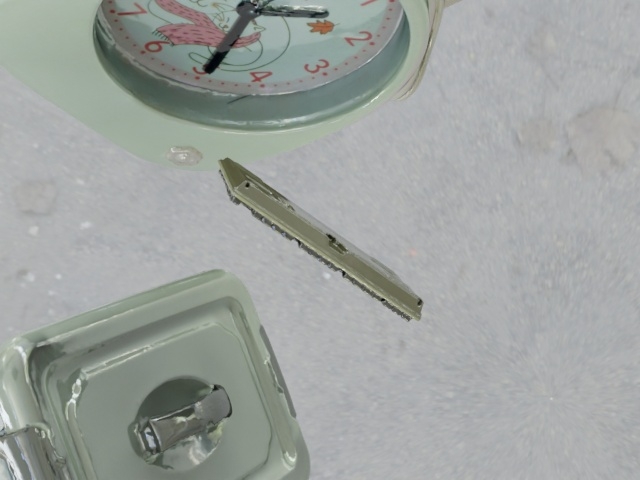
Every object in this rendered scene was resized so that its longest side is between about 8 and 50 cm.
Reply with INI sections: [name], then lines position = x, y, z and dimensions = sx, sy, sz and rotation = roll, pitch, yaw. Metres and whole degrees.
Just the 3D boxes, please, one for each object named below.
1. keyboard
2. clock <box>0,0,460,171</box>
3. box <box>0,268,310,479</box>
[keyboard]
position = 0.000, 0.000, 0.585
dimensions = 0.129, 0.049, 0.015
rotation = 34, 96, -25
[clock]
position = -0.049, -0.169, 0.752
dimensions = 0.324, 0.265, 0.108
rotation = -16, 59, 26
[box]
position = -0.115, 0.120, 0.669
dimensions = 0.130, 0.227, 0.162
rotation = -21, 89, 32
